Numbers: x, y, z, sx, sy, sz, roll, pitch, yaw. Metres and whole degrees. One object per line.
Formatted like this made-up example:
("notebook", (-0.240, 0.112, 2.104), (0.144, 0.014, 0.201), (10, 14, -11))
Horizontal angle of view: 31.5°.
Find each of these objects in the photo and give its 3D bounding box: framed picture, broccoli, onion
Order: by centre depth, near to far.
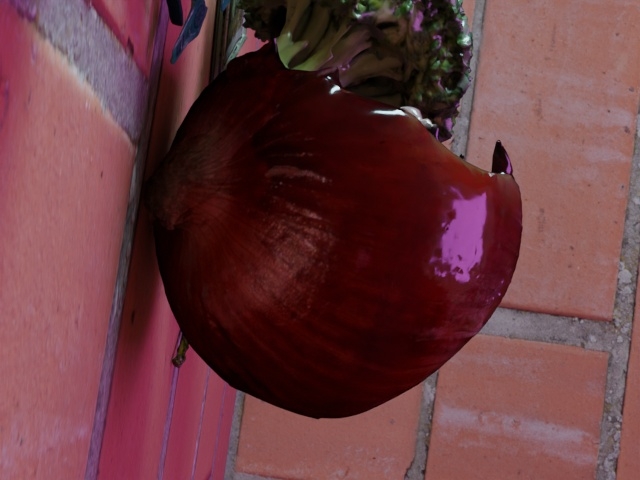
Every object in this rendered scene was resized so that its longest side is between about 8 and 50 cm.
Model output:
("onion", (0.004, 0.000, 1.014), (0.341, 0.341, 0.341), (-172, -90, -90))
("broccoli", (0.012, -0.230, 1.307), (0.249, 0.302, 0.375), (-114, 178, -47))
("framed picture", (-0.102, -0.316, 1.395), (0.274, 0.017, 0.217), (-81, 179, -65))

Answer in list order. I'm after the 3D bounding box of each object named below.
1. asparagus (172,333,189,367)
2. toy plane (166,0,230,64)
("asparagus", (-0.163, 0.116, 1.382), (0.127, 0.015, 0.018), (-82, 179, -63))
("toy plane", (-0.093, -0.226, 0.803), (0.235, 0.060, 0.096), (91, 14, -62))
